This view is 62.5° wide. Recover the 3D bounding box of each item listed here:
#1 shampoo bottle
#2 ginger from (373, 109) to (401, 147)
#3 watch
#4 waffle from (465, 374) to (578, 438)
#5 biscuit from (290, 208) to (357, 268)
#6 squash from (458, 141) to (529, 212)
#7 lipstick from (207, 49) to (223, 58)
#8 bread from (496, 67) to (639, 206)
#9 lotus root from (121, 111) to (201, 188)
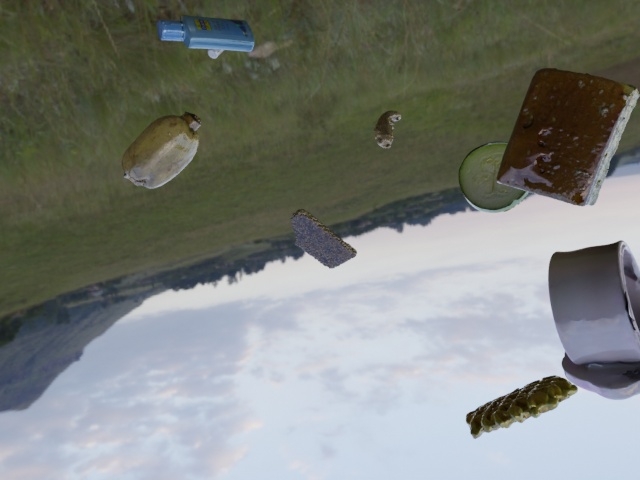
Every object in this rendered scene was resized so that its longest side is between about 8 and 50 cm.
[{"bbox_3d":[-0.317,-0.573,1.456,0.258,0.104,0.061,-9,154,-30],"label":"shampoo bottle"},{"bbox_3d":[0.210,-0.361,1.673,0.069,0.173,0.051,27,148,-6],"label":"ginger"},{"bbox_3d":[0.464,0.103,0.830,0.211,0.217,0.248,-14,-168,39],"label":"watch"},{"bbox_3d":[0.520,0.438,1.404,0.309,0.065,0.283,-20,164,-12],"label":"waffle"},{"bbox_3d":[-0.011,0.002,1.598,0.237,0.026,0.131,37,134,-24],"label":"biscuit"},{"bbox_3d":[0.525,-0.192,1.581,0.219,0.219,0.041,-7,163,27],"label":"squash"},{"bbox_3d":[-0.338,-0.672,1.812,0.040,0.040,0.141,-7,-141,35],"label":"lipstick"},{"bbox_3d":[0.465,-0.198,1.012,0.184,0.234,0.110,26,-162,35],"label":"bread"},{"bbox_3d":[-0.463,-0.268,1.561,0.284,0.146,0.160,-44,164,5],"label":"lotus root"}]
